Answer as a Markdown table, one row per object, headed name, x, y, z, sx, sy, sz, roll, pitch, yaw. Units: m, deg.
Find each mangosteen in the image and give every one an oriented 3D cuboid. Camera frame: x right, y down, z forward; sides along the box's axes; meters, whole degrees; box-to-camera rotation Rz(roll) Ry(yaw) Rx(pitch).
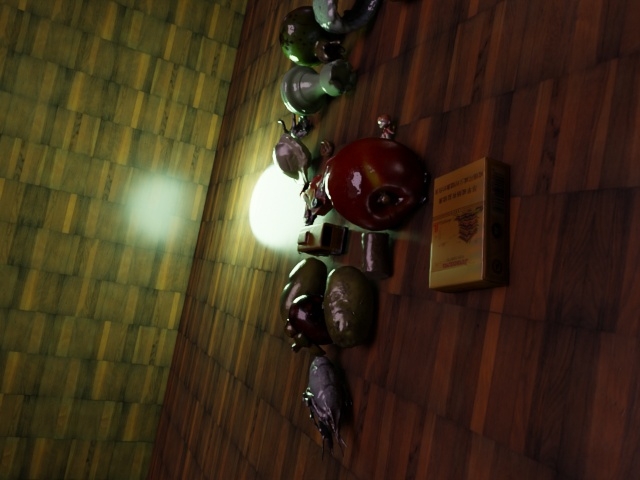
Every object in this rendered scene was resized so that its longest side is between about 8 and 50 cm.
| name | x | y | z | sx | sy | sz | roll | pitch | yaw |
| --- | --- | --- | --- | --- | --- | --- | --- | --- | --- |
| mangosteen | -0.023 | 0.260 | 1.640 | 0.200 | 0.200 | 0.199 | -38 | 45 | 53 |

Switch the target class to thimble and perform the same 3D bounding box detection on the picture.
| name | x | y | z | sx | sy | sz | roll | pitch | yaw |
| --- | --- | --- | --- | --- | --- | --- | --- | --- | --- |
| thimble | 0.096 | -0.865 | 1.908 | 0.250 | 0.205 | 0.172 | -56 | 28 | 3 |

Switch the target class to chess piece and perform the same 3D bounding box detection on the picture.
| name | x | y | z | sx | sy | sz | roll | pitch | yaw |
| --- | --- | --- | --- | --- | --- | --- | --- | --- | --- |
| chess piece | -0.002 | -0.592 | 2.026 | 0.299 | 0.195 | 0.194 | 2 | 80 | 55 |

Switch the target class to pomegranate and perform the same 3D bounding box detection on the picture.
| name | x | y | z | sx | sy | sz | roll | pitch | yaw |
| --- | --- | --- | --- | --- | --- | --- | --- | --- | --- |
| pomegranate | -0.014 | -0.787 | 2.119 | 0.242 | 0.306 | 0.242 | -50 | -14 | -17 |

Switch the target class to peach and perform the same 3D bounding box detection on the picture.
| name | x | y | z | sx | sy | sz | roll | pitch | yaw |
| --- | --- | --- | --- | --- | --- | --- | --- | --- | --- |
| peach | 0.126 | -0.184 | 1.519 | 0.257 | 0.201 | 0.361 | -64 | 31 | 28 |

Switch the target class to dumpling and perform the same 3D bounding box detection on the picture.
| name | x | y | z | sx | sy | sz | roll | pitch | yaw |
| --- | --- | --- | --- | --- | --- | --- | --- | --- | --- |
| dumpling | -0.101 | -0.315 | 2.134 | 0.193 | 0.147 | 0.258 | 53 | 160 | 16 |

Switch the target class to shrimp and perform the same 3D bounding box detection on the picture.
| name | x | y | z | sx | sy | sz | roll | pitch | yaw |
| --- | --- | --- | --- | --- | --- | --- | --- | --- | --- |
| shrimp | 0.015 | 0.483 | 1.543 | 0.343 | 0.117 | 0.145 | -101 | 34 | -53 |

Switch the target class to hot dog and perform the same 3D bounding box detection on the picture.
| name | x | y | z | sx | sy | sz | roll | pitch | yaw |
| --- | --- | --- | --- | --- | --- | --- | --- | --- | --- |
| hot dog | 0.020 | -0.349 | 2.013 | 0.083 | 0.035 | 0.058 | -125 | 49 | -57 |

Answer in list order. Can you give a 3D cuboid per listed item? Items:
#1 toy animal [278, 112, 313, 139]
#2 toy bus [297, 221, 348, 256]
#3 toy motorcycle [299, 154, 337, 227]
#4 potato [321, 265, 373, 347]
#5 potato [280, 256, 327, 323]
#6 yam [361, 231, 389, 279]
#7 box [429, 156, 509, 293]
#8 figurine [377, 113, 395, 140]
| name | x | y | z | sx | sy | sz | roll | pitch | yaw |
| --- | --- | --- | --- | --- | --- | --- | --- | --- | --- |
| toy animal | -0.112 | -0.475 | 2.288 | 0.233 | 0.085 | 0.148 | -24 | 58 | 55 |
| toy bus | 0.000 | 0.000 | 1.799 | 0.201 | 0.114 | 0.098 | -9 | 69 | 63 |
| toy motorcycle | 0.003 | -0.168 | 1.901 | 0.298 | 0.089 | 0.171 | -43 | 41 | 49 |
| potato | 0.081 | 0.186 | 1.533 | 0.149 | 0.113 | 0.251 | -14 | 58 | 21 |
| potato | -0.052 | 0.178 | 1.800 | 0.169 | 0.144 | 0.248 | 6 | 75 | 68 |
| yam | 0.155 | 0.041 | 1.507 | 0.084 | 0.084 | 0.127 | -31 | 51 | 56 |
| box | 0.329 | -0.027 | 1.191 | 0.174 | 0.076 | 0.274 | -23 | 58 | 61 |
| figurine | 0.204 | -0.329 | 1.626 | 0.064 | 0.047 | 0.109 | -13 | 87 | 55 |
